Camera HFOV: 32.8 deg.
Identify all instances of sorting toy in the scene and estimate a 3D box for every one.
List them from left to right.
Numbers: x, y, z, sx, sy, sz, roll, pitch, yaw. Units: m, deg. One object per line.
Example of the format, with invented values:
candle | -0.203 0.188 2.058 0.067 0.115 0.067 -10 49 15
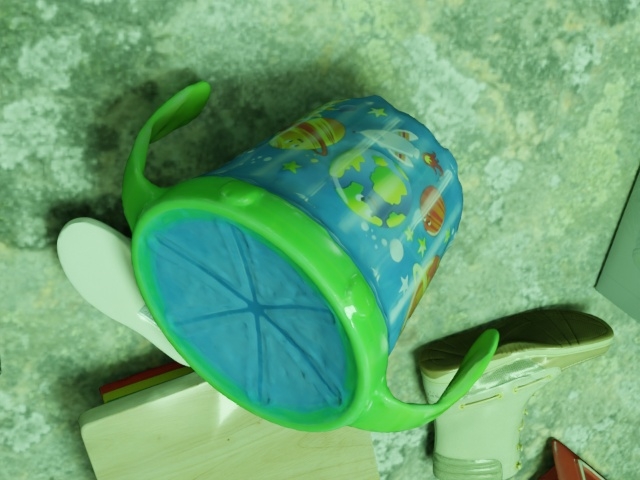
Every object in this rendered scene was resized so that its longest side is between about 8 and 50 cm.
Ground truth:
sorting toy | -0.083 0.218 1.065 0.257 0.089 0.256 -19 117 -14

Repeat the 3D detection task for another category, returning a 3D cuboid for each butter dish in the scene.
butter dish | 0.289 0.341 1.259 0.118 0.160 0.160 -35 124 24

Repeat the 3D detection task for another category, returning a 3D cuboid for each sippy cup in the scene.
sippy cup | 0.000 0.000 0.908 0.224 0.240 0.306 -47 120 -37

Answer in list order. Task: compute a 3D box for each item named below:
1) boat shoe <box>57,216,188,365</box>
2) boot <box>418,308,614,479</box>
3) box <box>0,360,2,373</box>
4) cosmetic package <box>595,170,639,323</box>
boat shoe | -0.157 0.038 0.971 0.184 0.063 0.066 37 107 -23
boot | 0.214 0.170 1.173 0.213 0.077 0.165 -13 117 -10
box | -0.384 0.124 0.910 0.180 0.077 0.147 24 103 -29
cosmetic package | 0.424 0.005 1.094 0.138 0.224 0.225 6 110 -24
